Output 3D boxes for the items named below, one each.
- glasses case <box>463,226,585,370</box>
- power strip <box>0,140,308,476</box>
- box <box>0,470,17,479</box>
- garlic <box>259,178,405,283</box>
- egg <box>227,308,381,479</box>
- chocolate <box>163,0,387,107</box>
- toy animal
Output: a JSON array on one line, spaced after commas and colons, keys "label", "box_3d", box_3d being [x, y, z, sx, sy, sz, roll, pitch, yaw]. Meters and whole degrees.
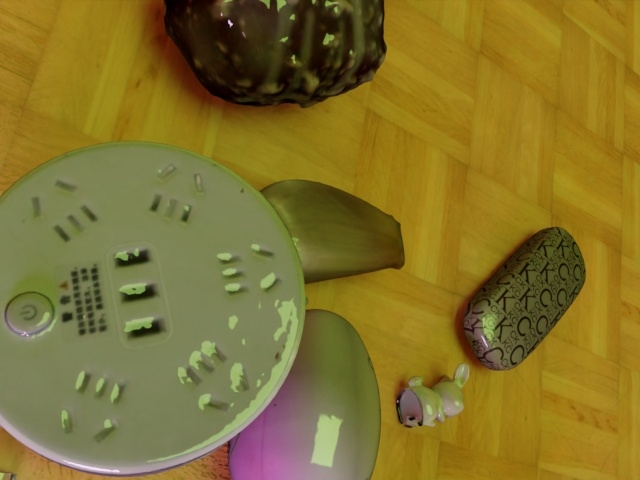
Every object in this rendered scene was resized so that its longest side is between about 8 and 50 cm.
[{"label": "glasses case", "box_3d": [0.377, 0.098, 1.314, 0.354, 0.085, 0.137, -36, 103, -37]}, {"label": "power strip", "box_3d": [-0.181, 0.072, 0.769, 0.357, 0.161, 0.358, 5, 70, -13]}, {"label": "box", "box_3d": [-0.389, 0.264, 0.730, 0.149, 0.020, 0.073, 19, 67, -33]}, {"label": "garlic", "box_3d": [-0.004, -0.008, 1.033, 0.318, 0.112, 0.143, -2, 59, -35]}, {"label": "egg", "box_3d": [-0.015, 0.222, 0.919, 0.196, 0.196, 0.271, 38, 49, -24]}, {"label": "chocolate", "box_3d": [-0.044, -0.290, 1.009, 0.340, 0.225, 0.210, -19, 99, -39]}, {"label": "toy animal", "box_3d": [0.183, 0.249, 1.141, 0.124, 0.071, 0.085, -3, 62, -29]}]
